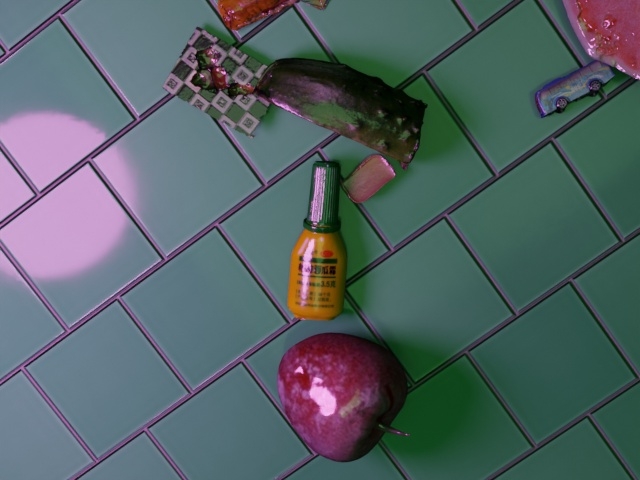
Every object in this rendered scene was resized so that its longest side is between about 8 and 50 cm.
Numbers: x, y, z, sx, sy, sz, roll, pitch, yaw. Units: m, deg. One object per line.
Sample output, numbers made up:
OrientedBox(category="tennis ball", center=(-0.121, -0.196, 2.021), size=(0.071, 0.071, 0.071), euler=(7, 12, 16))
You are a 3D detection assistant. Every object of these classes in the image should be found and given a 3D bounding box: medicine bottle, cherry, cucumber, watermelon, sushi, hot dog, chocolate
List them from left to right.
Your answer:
OrientedBox(category="sushi", center=(-0.181, -0.298, 1.767), size=(0.201, 0.031, 0.139), euler=(30, 91, -1))
OrientedBox(category="hot dog", center=(-0.061, -0.482, 1.710), size=(0.288, 0.068, 0.083), euler=(-27, 94, 11))
OrientedBox(category="medicine bottle", center=(0.000, 0.000, 1.788), size=(0.111, 0.076, 0.309), euler=(4, 98, 1))
OrientedBox(category="cucumber", center=(0.041, -0.256, 1.719), size=(0.325, 0.105, 0.145), euler=(22, 94, -4))
OrientedBox(category="cherry", center=(0.051, 0.301, 1.767), size=(0.285, 0.213, 0.236), euler=(28, 79, 21))
OrientedBox(category="chocolate", center=(0.093, -0.117, 1.786), size=(0.100, 0.031, 0.064), euler=(-44, 81, 5))
OrientedBox(category="watermelon", center=(0.569, -0.416, 1.661), size=(0.255, 0.176, 0.260), euler=(-10, 113, 15))

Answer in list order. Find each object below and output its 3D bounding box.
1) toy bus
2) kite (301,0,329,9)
OrientedBox(category="toy bus", center=(0.476, -0.286, 1.742), size=(0.153, 0.051, 0.061), euler=(-27, 85, 6))
OrientedBox(category="kite", center=(-0.020, -0.510, 1.740), size=(0.182, 0.010, 0.160), euler=(-18, 101, 8))
